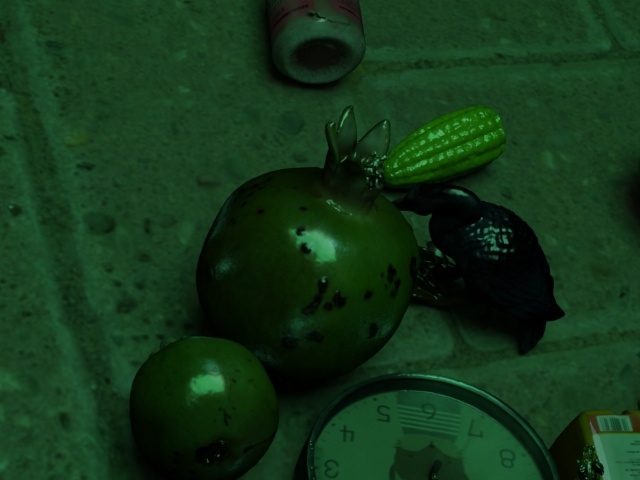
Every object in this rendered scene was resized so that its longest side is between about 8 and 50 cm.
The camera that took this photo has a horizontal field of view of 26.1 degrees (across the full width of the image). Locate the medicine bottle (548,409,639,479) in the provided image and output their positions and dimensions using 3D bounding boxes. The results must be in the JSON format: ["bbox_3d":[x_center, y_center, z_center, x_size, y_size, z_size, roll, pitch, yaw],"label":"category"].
[{"bbox_3d":[0.362,0.333,1.695,0.112,0.149,0.222,2,56,-14],"label":"medicine bottle"}]

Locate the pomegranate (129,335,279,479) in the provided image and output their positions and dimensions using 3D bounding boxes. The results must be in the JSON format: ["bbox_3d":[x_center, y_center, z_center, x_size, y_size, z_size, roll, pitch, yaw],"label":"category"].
[{"bbox_3d":[-0.144,0.179,1.617,0.179,0.179,0.210,-10,59,-25],"label":"pomegranate"}]

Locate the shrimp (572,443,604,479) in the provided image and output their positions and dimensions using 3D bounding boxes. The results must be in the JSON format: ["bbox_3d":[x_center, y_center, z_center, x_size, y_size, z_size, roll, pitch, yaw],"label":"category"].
[{"bbox_3d":[0.304,0.329,1.617,0.043,0.091,0.184,0,100,-21],"label":"shrimp"}]

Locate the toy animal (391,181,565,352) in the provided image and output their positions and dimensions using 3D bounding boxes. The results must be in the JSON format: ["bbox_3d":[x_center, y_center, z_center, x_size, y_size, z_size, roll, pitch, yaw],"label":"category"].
[{"bbox_3d":[0.213,0.031,1.843,0.298,0.185,0.122,39,46,-13],"label":"toy animal"}]

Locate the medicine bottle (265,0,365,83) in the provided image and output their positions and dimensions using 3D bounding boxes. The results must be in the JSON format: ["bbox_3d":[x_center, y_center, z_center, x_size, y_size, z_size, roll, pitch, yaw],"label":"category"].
[{"bbox_3d":[-0.013,-0.362,2.070,0.147,0.147,0.247,5,54,-16],"label":"medicine bottle"}]

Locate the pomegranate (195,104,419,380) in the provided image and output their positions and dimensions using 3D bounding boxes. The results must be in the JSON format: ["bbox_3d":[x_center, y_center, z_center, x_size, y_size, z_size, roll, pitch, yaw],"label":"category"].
[{"bbox_3d":[0.014,0.018,1.702,0.291,0.323,0.291,41,22,-20],"label":"pomegranate"}]

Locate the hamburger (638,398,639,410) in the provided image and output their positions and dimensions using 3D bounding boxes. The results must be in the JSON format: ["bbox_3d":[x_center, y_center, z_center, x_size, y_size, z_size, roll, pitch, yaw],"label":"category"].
[{"bbox_3d":[0.589,0.150,1.871,0.330,0.209,0.162,-30,69,-31],"label":"hamburger"}]

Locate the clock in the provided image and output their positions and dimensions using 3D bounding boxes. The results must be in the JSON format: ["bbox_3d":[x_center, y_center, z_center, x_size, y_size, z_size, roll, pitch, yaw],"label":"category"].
[{"bbox_3d":[0.132,0.295,1.657,0.325,0.067,0.325,8,42,-7],"label":"clock"}]

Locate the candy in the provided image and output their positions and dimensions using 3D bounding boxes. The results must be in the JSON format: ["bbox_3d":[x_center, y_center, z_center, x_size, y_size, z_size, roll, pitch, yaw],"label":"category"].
[{"bbox_3d":[0.171,-0.128,2.002,0.209,0.097,0.097,-24,66,-25],"label":"candy"}]
